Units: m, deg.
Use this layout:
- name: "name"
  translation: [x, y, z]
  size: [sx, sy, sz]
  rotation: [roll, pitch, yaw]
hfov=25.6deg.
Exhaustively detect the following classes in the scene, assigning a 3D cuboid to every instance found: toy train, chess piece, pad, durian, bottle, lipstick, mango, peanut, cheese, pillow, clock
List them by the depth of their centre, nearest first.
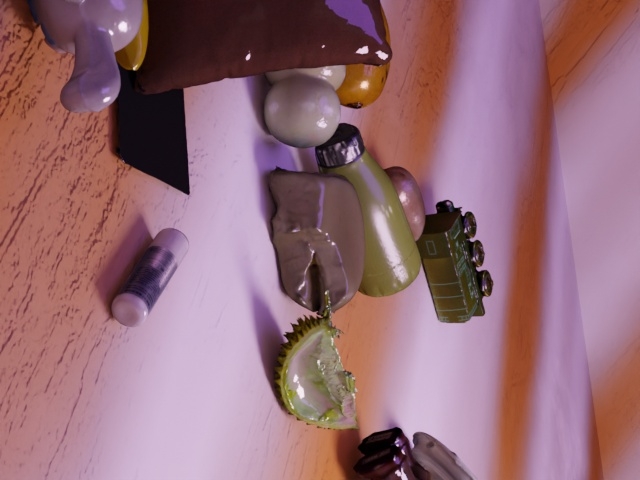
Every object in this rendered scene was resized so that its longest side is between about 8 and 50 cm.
- name: "lipstick"
  translation: [-0.177, 0.038, 1.465]
  size: [0.141, 0.040, 0.040]
  rotation: [-64, 140, -56]
- name: "pad"
  translation: [-0.192, -0.192, 1.572]
  size: [0.159, 0.009, 0.265]
  rotation: [29, 53, -64]
- name: "pillow"
  translation: [-0.083, -0.331, 1.572]
  size: [0.108, 0.305, 0.308]
  rotation: [166, -86, -69]
- name: "durian"
  translation: [-0.006, 0.156, 1.776]
  size: [0.086, 0.100, 0.215]
  rotation: [-74, 154, -55]
- name: "cheese"
  translation: [0.000, 0.000, 1.873]
  size: [0.175, 0.091, 0.202]
  rotation: [15, 67, -66]
- name: "chess piece"
  translation: [-0.021, -0.247, 1.880]
  size: [0.144, 0.144, 0.251]
  rotation: [36, 54, -62]
- name: "bottle"
  translation: [0.060, -0.046, 2.017]
  size: [0.112, 0.112, 0.260]
  rotation: [-72, 146, -51]
- name: "mango"
  translation: [0.049, -0.317, 2.108]
  size: [0.157, 0.109, 0.262]
  rotation: [39, 44, -55]
- name: "clock"
  translation: [0.205, 0.399, 2.153]
  size: [0.236, 0.053, 0.236]
  rotation: [49, -14, 16]
- name: "peanut"
  translation: [0.130, -0.059, 2.267]
  size: [0.076, 0.076, 0.152]
  rotation: [-78, 148, -44]
- name: "toy train"
  translation: [0.235, 0.046, 2.479]
  size: [0.137, 0.090, 0.225]
  rotation: [-52, 130, -54]

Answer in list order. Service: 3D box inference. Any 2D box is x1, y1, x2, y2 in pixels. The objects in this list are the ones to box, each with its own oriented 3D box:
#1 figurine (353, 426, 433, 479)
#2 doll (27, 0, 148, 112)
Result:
- name: "figurine"
  translation: [0.140, 0.460, 1.995]
  size: [0.365, 0.206, 0.218]
  rotation: [51, 4, -11]
- name: "doll"
  translation: [-0.230, -0.252, 1.360]
  size: [0.237, 0.111, 0.252]
  rotation: [-68, 145, -80]
